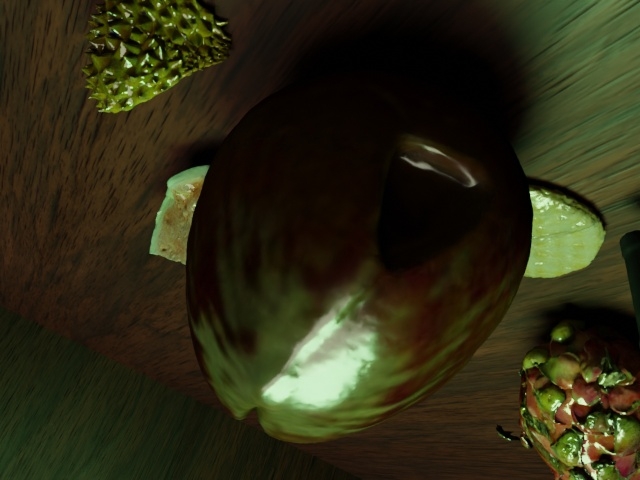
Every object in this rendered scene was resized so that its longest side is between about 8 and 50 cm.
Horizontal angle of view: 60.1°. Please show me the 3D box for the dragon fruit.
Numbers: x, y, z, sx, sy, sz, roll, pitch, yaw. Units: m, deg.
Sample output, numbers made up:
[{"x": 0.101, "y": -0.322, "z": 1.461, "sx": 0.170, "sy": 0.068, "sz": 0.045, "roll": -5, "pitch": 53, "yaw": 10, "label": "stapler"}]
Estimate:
[{"x": 0.446, "y": 0.265, "z": 0.926, "sx": 0.291, "sy": 0.250, "sz": 0.269, "roll": 60, "pitch": 168, "yaw": -24, "label": "dragon fruit"}]

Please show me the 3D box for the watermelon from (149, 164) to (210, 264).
[{"x": -0.165, "y": -0.024, "z": 0.927, "sx": 0.260, "sy": 0.176, "sz": 0.256, "roll": 21, "pitch": 151, "yaw": 33, "label": "watermelon"}]

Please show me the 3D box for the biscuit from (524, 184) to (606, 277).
[{"x": 0.284, "y": -0.008, "z": 0.789, "sx": 0.219, "sy": 0.033, "sz": 0.220, "roll": 15, "pitch": 150, "yaw": 9, "label": "biscuit"}]

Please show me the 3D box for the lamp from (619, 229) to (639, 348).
[{"x": 0.530, "y": 0.147, "z": 0.702, "sx": 0.373, "sy": 0.205, "sz": 0.272, "roll": 7, "pitch": 145, "yaw": 4, "label": "lamp"}]

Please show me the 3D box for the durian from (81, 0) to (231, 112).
[{"x": -0.219, "y": -0.234, "z": 0.694, "sx": 0.182, "sy": 0.165, "sz": 0.132, "roll": 30, "pitch": -160, "yaw": 31, "label": "durian"}]

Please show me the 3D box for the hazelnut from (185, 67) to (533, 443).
[{"x": 0.021, "y": 0.010, "z": 0.639, "sx": 0.401, "sy": 0.402, "sz": 0.429, "roll": 27, "pitch": 135, "yaw": -10, "label": "hazelnut"}]
